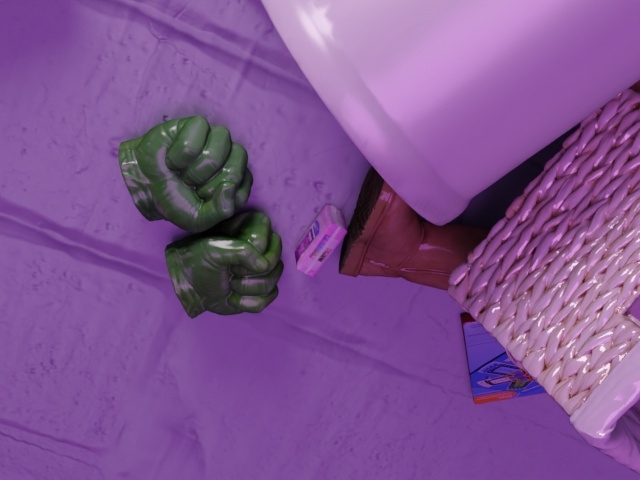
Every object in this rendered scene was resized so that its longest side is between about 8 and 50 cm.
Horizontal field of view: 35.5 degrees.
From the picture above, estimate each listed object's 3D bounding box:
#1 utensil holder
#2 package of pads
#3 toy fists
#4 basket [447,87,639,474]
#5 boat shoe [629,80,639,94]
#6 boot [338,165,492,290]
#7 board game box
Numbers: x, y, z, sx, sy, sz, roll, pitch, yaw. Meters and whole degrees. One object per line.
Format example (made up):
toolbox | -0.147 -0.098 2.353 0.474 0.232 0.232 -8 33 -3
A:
utensil holder | 0.183 -0.255 0.982 0.385 0.328 0.327 -35 115 14
package of pads | 0.000 0.000 1.271 0.032 0.050 0.083 27 115 -20
toy fists | -0.135 -0.023 1.230 0.142 0.096 0.279 -17 117 7
basket | 0.381 0.061 1.110 0.328 0.266 0.331 -51 136 7
boat shoe | 0.358 -0.206 1.126 0.324 0.123 0.116 -34 124 21
boot | 0.174 -0.004 1.222 0.269 0.089 0.236 10 155 -5
board game box | 0.341 0.141 1.375 0.281 0.027 0.145 -10 118 4
